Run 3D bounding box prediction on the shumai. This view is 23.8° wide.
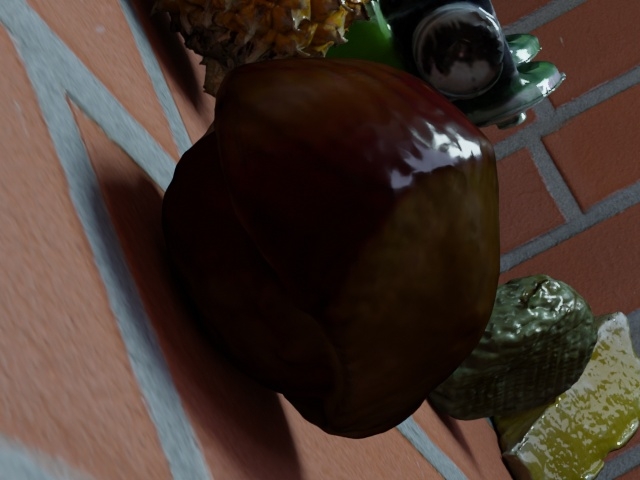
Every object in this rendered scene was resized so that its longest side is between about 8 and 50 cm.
[{"bbox_3d":[0.174,0.086,1.505,0.142,0.184,0.184,59,4,37],"label":"shumai"}]

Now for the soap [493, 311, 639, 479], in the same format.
[{"bbox_3d":[0.267,0.261,2.093,0.169,0.304,0.338,55,-32,-6],"label":"soap"}]

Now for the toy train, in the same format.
[{"bbox_3d":[0.053,-0.157,1.234,0.307,0.249,0.173,-92,156,-73],"label":"toy train"}]

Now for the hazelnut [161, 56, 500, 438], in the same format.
[{"bbox_3d":[0.003,0.006,0.717,0.202,0.160,0.170,109,-18,-45],"label":"hazelnut"}]

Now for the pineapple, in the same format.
[{"bbox_3d":[-0.048,-0.156,1.020,0.161,0.176,0.137,27,77,-54],"label":"pineapple"}]
